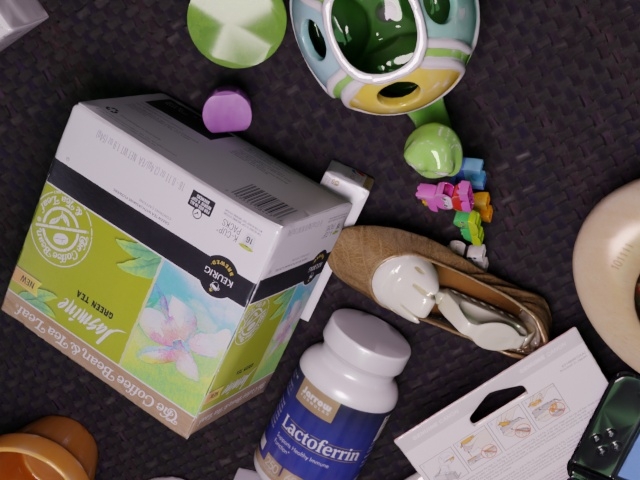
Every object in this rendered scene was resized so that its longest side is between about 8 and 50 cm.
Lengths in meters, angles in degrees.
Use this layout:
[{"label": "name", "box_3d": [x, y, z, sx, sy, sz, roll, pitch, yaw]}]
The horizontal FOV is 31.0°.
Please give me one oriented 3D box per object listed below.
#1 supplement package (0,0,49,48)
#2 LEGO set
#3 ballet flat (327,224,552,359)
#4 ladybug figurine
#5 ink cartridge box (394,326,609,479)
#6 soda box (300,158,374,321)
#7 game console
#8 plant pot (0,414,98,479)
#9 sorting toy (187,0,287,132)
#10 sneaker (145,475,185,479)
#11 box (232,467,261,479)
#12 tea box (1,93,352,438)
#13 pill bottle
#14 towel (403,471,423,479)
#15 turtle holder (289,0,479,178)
[{"label": "supplement package", "box_3d": [-0.521, -0.319, 1.551, 0.203, 0.149, 0.194, -31, 101, 15]}, {"label": "LEGO set", "box_3d": [0.175, -0.047, 1.558, 0.093, 0.087, 0.227, 8, 154, 19]}, {"label": "ballet flat", "box_3d": [0.170, 0.081, 1.557, 0.342, 0.124, 0.116, 25, 112, -15]}, {"label": "ladybug figurine", "box_3d": [0.545, 0.064, 1.515, 0.449, 0.162, 0.305, 27, 109, -1]}, {"label": "ink cartridge box", "box_3d": [0.283, 0.279, 1.623, 0.296, 0.066, 0.261, -33, 112, 5]}, {"label": "soda box", "box_3d": [0.000, 0.000, 1.619, 0.069, 0.074, 0.216, 24, 110, 0]}, {"label": "game console", "box_3d": [0.483, 0.352, 1.519, 0.293, 0.173, 0.250, 21, 109, -1]}, {"label": "plant pot", "box_3d": [-0.425, 0.362, 1.739, 0.205, 0.188, 0.205, 2, 108, 7]}, {"label": "sorting toy", "box_3d": [-0.105, -0.326, 1.511, 0.127, 0.126, 0.365, 6, 114, -4]}, {"label": "sneaker", "box_3d": [-0.313, 0.460, 1.775, 0.256, 0.151, 0.094, -26, 101, 14]}, {"label": "box", "box_3d": [-0.086, 0.456, 1.772, 0.130, 0.091, 0.170, 12, 109, 5]}, {"label": "tea box", "box_3d": [-0.193, 0.022, 1.534, 0.329, 0.220, 0.323, 31, 112, 17]}, {"label": "pill bottle", "box_3d": [0.020, 0.240, 1.655, 0.153, 0.153, 0.264, 25, 109, 0]}, {"label": "towel", "box_3d": [0.173, 0.457, 1.728, 0.329, 0.037, 0.237, -32, 103, 2]}, {"label": "turtle holder", "box_3d": [0.076, -0.249, 1.446, 0.244, 0.227, 0.320, 8, 108, 5]}]
